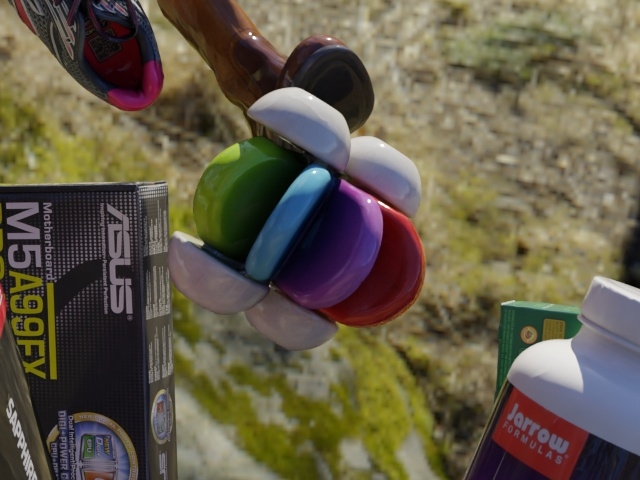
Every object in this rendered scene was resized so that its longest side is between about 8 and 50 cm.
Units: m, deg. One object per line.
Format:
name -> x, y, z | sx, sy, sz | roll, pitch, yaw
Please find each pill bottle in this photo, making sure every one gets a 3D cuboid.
pill bottle -> 0.184, 0.196, 1.132 | 0.181, 0.323, 0.181 | 21, 6, -3

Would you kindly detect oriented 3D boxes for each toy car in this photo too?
toy car -> 0.000, 0.000, 1.095 | 0.182, 0.159, 0.136 | 30, 4, -43

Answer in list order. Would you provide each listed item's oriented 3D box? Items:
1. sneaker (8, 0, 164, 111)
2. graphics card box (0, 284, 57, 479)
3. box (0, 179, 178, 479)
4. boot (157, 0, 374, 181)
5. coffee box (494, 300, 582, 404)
sneaker -> -0.223, -0.238, 1.412 | 0.121, 0.299, 0.112 | -38, 40, 0
graphics card box -> -0.275, 0.164, 0.969 | 0.233, 0.371, 0.094 | 0, 42, 7
box -> -0.223, 0.088, 1.271 | 0.216, 0.270, 0.060 | 1, 5, 19
boot -> -0.060, -0.185, 1.457 | 0.096, 0.264, 0.280 | -29, 70, -8
coffee box -> 0.240, 0.116, 1.376 | 0.184, 0.113, 0.040 | 5, 5, 27
